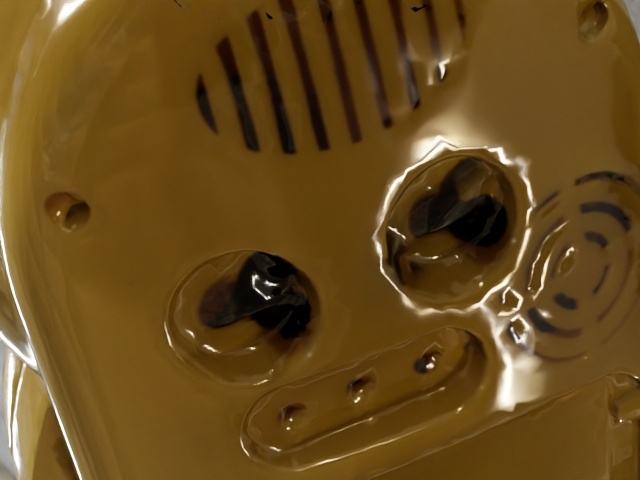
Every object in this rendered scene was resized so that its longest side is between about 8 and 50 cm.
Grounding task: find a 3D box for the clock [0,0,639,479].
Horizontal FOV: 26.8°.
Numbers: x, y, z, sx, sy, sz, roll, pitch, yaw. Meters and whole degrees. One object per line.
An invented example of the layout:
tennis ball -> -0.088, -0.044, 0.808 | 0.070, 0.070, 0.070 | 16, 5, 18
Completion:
clock -> 0.000, 0.000, 0.450 | 0.200, 0.244, 0.317 | -129, 21, -51
